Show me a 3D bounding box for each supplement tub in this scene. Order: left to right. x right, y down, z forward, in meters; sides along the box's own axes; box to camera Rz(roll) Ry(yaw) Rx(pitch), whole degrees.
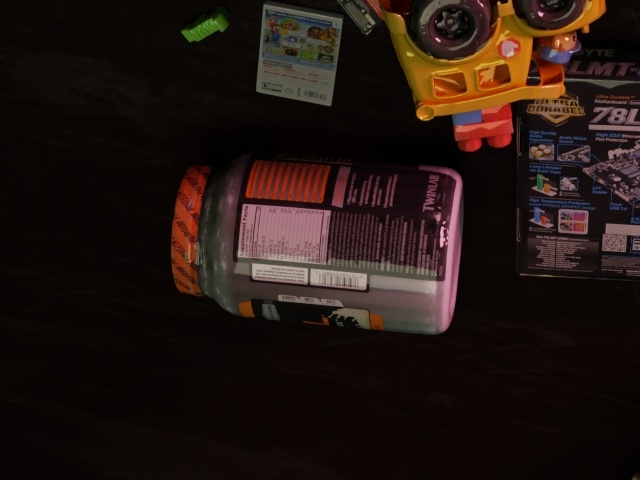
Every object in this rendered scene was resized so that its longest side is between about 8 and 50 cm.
[{"bbox_3d":[0.000,0.000,1.644,0.315,0.194,0.194,6,135,9],"label":"supplement tub"}]

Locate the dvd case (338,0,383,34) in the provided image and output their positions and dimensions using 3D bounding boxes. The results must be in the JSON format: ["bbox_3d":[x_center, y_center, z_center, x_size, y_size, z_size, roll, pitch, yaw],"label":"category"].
[{"bbox_3d":[0.066,-0.276,1.445,0.119,0.013,0.087,-38,120,9],"label":"dvd case"}]

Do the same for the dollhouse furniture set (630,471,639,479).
[{"bbox_3d":[0.600,0.427,1.957,0.394,0.256,0.362,29,137,15],"label":"dollhouse furniture set"}]

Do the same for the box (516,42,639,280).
[{"bbox_3d":[0.361,-0.078,1.566,0.295,0.073,0.293,3,133,11],"label":"box"}]

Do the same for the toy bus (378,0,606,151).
[{"bbox_3d":[0.179,-0.193,1.407,0.220,0.149,0.211,-11,123,8],"label":"toy bus"}]

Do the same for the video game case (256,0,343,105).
[{"bbox_3d":[-0.024,-0.204,1.576,0.087,0.011,0.122,11,136,3],"label":"video game case"}]

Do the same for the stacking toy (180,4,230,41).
[{"bbox_3d":[-0.105,-0.299,1.473,0.221,0.052,0.167,-22,126,31],"label":"stacking toy"}]
